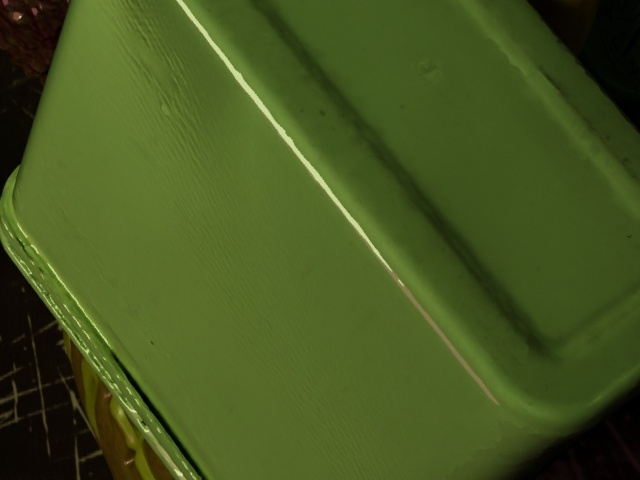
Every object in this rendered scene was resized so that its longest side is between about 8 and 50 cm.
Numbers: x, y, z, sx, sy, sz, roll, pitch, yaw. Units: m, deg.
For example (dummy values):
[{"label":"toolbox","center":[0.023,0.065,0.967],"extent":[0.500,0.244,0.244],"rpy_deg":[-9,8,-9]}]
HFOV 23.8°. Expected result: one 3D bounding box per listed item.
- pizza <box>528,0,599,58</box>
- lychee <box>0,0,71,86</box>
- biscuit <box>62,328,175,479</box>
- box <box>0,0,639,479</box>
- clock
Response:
[{"label":"pizza","center":[0.064,-0.134,0.849],"extent":[0.182,0.074,0.365],"rpy_deg":[67,155,17]},{"label":"lychee","center":[-0.162,-0.204,1.098],"extent":[0.188,0.188,0.188],"rpy_deg":[19,114,49]},{"label":"biscuit","center":[-0.094,0.087,1.152],"extent":[0.394,0.070,0.350],"rpy_deg":[56,136,30]},{"label":"box","center":[0.000,0.000,0.818],"extent":[0.352,0.177,0.344],"rpy_deg":[52,150,12]},{"label":"clock","center":[0.175,-0.113,0.776],"extent":[0.101,0.041,0.135],"rpy_deg":[-40,68,52]}]
